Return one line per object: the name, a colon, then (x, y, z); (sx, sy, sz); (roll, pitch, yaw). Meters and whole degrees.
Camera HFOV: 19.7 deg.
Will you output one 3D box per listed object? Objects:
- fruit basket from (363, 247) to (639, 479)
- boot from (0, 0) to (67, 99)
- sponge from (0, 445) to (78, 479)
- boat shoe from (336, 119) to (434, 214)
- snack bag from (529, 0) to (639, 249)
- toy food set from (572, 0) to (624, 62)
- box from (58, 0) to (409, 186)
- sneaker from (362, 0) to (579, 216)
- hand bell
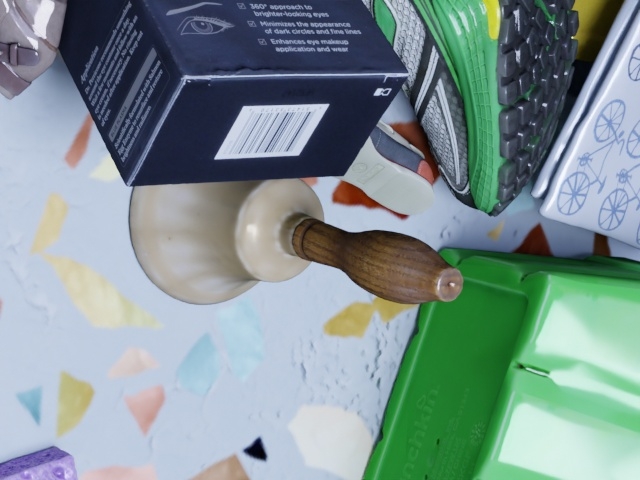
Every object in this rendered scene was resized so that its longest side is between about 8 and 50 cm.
fruit basket: (0.233, 0.202, 1.292); (0.392, 0.283, 0.392); (-3, 97, -22)
boot: (-0.200, -0.137, 1.044); (0.118, 0.042, 0.087); (31, 105, -5)
sponge: (-0.237, 0.209, 1.102); (0.210, 0.031, 0.117); (-15, 109, -33)
boat shoe: (0.026, -0.065, 1.233); (0.137, 0.049, 0.043); (32, 38, -35)
snack bag: (0.318, -0.128, 1.373); (0.342, 0.037, 0.323); (19, 99, -50)
toy food set: (0.205, -0.196, 1.325); (0.218, 0.071, 0.128); (6, 112, -38)
box: (-0.060, -0.119, 1.071); (0.156, 0.158, 0.093); (-4, 142, -36)
sneaker: (0.075, -0.163, 1.202); (0.134, 0.146, 0.344); (-55, 139, -39)
hand bell: (0.000, 0.000, 1.100); (0.126, 0.242, 0.126); (-8, 105, -35)
